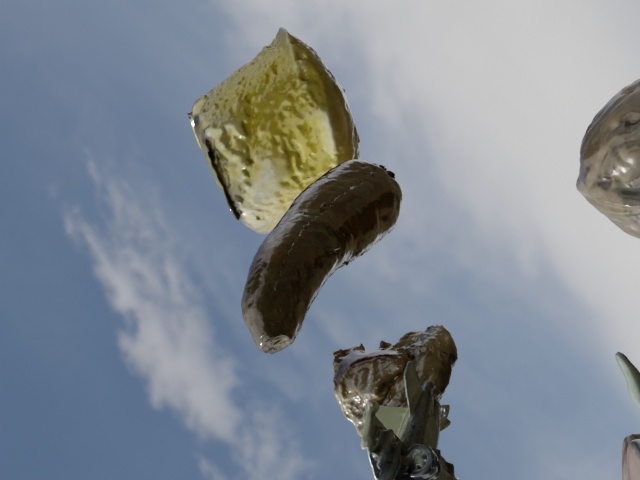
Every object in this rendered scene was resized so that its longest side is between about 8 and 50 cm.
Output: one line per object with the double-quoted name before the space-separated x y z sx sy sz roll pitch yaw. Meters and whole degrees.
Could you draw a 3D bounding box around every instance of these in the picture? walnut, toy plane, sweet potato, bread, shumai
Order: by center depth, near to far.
"sweet potato" 0.000 0.000 0.965 0.075 0.075 0.273 56 -152 -8
"toy plane" 0.072 0.241 1.089 0.192 0.088 0.262 47 -138 -47
"walnut" 0.341 -0.080 1.164 0.178 0.230 0.178 39 -137 -49
"shumai" 0.069 0.145 1.236 0.105 0.123 0.139 7 -115 -17
"bread" -0.044 -0.116 1.384 0.197 0.170 0.197 61 180 0

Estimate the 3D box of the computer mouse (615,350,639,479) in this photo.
"computer mouse" 0.236 0.255 0.753 0.199 0.115 0.389 58 -173 -83
